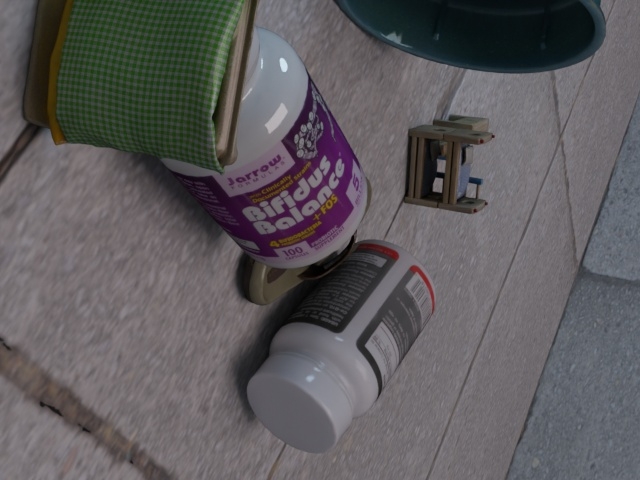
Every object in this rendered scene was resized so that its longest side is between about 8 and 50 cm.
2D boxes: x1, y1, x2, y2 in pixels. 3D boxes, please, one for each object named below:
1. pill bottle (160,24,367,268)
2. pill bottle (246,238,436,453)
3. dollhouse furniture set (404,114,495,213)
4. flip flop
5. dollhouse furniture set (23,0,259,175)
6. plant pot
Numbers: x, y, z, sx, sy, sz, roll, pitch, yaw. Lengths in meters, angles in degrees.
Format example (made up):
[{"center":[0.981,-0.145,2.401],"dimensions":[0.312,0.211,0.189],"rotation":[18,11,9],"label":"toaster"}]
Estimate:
[{"center":[-0.072,-0.106,0.827],"dimensions":[0.169,0.169,0.301],"rotation":[-66,149,-19],"label":"pill bottle"},{"center":[0.031,0.139,1.115],"dimensions":[0.283,0.161,0.161],"rotation":[-48,140,-41],"label":"pill bottle"},{"center":[0.247,-0.137,1.420],"dimensions":[0.184,0.129,0.129],"rotation":[-27,124,-55],"label":"dollhouse furniture set"},{"center":[0.000,0.000,1.087],"dimensions":[0.277,0.080,0.112],"rotation":[-40,134,-47],"label":"flip flop"},{"center":[-0.159,-0.215,0.602],"dimensions":[0.151,0.198,0.301],"rotation":[2,99,-62],"label":"dollhouse furniture set"},{"center":[0.221,-0.437,1.055],"dimensions":[0.341,0.341,0.334],"rotation":[27,75,-60],"label":"plant pot"}]
